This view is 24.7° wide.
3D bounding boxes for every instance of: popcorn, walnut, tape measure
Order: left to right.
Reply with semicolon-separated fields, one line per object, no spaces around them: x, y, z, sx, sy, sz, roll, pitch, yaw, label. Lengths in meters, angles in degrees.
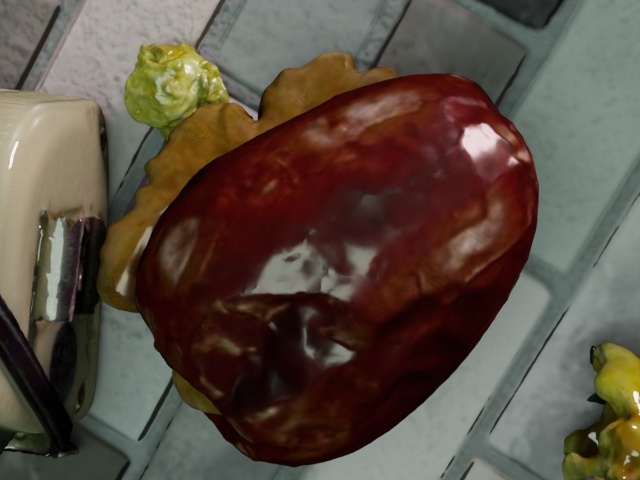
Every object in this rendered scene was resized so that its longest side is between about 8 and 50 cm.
-0.210;0.041;0.941;0.133;0.231;0.271;8;99;7;tape measure
-0.100;-0.096;0.996;0.068;0.059;0.083;-26;120;-16;popcorn
0.000;0.000;0.930;0.269;0.222;0.244;-38;57;-2;walnut
0.256;0.118;0.923;0.195;0.173;0.168;14;132;6;popcorn
